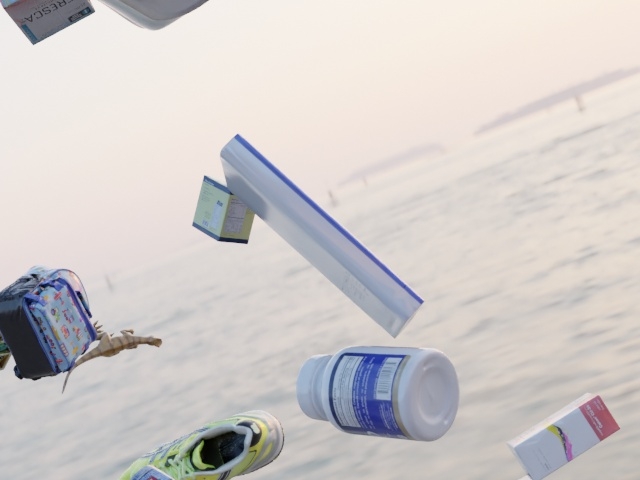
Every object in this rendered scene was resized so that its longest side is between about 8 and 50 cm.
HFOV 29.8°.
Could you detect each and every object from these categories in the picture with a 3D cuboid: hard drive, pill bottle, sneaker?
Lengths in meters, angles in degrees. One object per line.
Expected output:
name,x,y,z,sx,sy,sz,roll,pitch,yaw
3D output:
hard drive,0.000,0.000,1.606,0.040,0.319,0.210,-47,-7,-9
pill bottle,0.066,0.185,1.479,0.187,0.112,0.112,-2,14,42
sneaker,-0.259,0.426,2.280,0.385,0.145,0.147,-32,-19,5

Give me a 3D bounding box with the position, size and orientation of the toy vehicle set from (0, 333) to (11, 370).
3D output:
toy vehicle set,-0.721,0.220,2.400,0.267,0.035,0.166,-13,-37,-50

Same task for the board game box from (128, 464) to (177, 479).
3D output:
board game box,-0.297,0.442,1.910,0.194,0.060,0.194,23,54,29

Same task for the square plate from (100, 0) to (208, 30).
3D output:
square plate,-0.142,-0.373,1.431,0.344,0.049,0.347,-32,-13,13

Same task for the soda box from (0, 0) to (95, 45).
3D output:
soda box,-0.243,-0.246,0.937,0.058,0.183,0.063,-28,-21,0

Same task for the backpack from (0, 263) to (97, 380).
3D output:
backpack,-0.425,0.118,1.912,0.117,0.158,0.173,-10,21,25

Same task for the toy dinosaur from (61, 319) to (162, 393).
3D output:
toy dinosaur,-0.402,0.199,2.235,0.211,0.064,0.112,-21,25,-19

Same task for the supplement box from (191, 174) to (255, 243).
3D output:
supplement box,-0.145,-0.047,1.840,0.056,0.083,0.083,6,14,-39

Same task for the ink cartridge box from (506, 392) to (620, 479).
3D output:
ink cartridge box,0.365,0.320,1.903,0.198,0.067,0.115,-32,-7,-1
